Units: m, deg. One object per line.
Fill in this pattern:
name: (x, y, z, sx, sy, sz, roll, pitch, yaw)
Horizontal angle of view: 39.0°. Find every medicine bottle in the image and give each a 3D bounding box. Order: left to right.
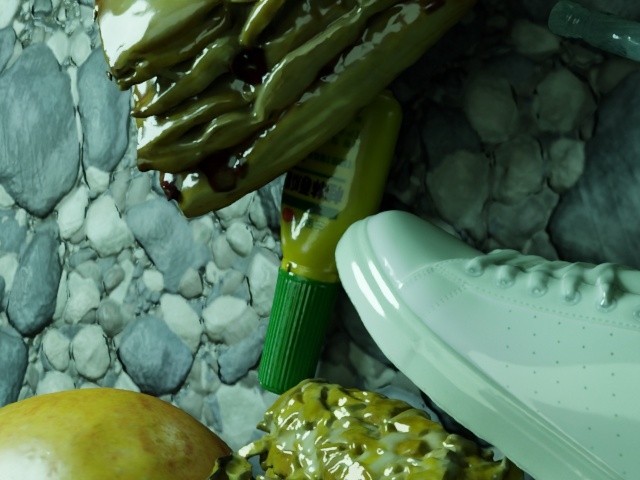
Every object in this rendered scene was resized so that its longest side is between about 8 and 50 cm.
medicine bottle: (0.000, 0.000, 0.740, 0.095, 0.064, 0.260, 20, 99, 40)

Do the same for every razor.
razor: (0.250, -0.115, 0.580, 0.232, 0.068, 0.106, 34, 105, 39)

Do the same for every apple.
apple: (-0.183, 0.259, 0.730, 0.299, 0.299, 0.275, -50, 33, 22)

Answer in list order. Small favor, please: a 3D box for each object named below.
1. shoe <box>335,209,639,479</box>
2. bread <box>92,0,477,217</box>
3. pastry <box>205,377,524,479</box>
shoe: (0.170, 0.061, 0.579, 0.363, 0.132, 0.160, 42, 111, 25)
bread: (-0.047, -0.208, 0.683, 0.325, 0.167, 0.277, -38, 44, 28)
pastry: (0.021, 0.175, 0.641, 0.250, 0.154, 0.102, 7, 126, 56)
